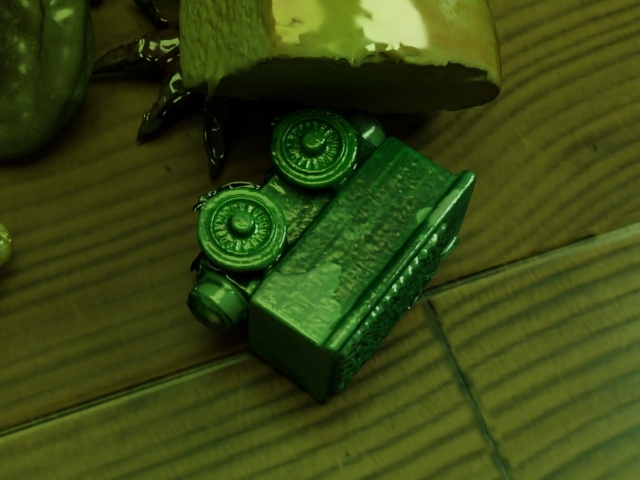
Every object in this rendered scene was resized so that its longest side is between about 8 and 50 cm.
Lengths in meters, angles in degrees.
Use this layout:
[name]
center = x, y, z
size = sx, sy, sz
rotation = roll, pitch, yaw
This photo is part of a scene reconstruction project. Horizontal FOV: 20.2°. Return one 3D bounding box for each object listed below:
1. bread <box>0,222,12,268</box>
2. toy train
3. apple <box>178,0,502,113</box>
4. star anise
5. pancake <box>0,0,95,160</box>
[bread]
center = -0.409, 0.035, 1.667
size = 0.174, 0.121, 0.245
rotation = 31, 61, 5
[toy train]
center = 0.000, 0.000, 1.685
size = 0.202, 0.145, 0.266
rotation = 34, 66, 12
[apple]
center = 0.026, -0.223, 1.717
size = 0.309, 0.252, 0.314
rotation = -1, 41, -29
[star anise]
center = -0.100, -0.197, 1.813
size = 0.272, 0.102, 0.272
rotation = -1, 64, 1
[pancake]
center = -0.353, -0.213, 1.766
size = 0.294, 0.049, 0.294
rotation = 0, 93, 5
